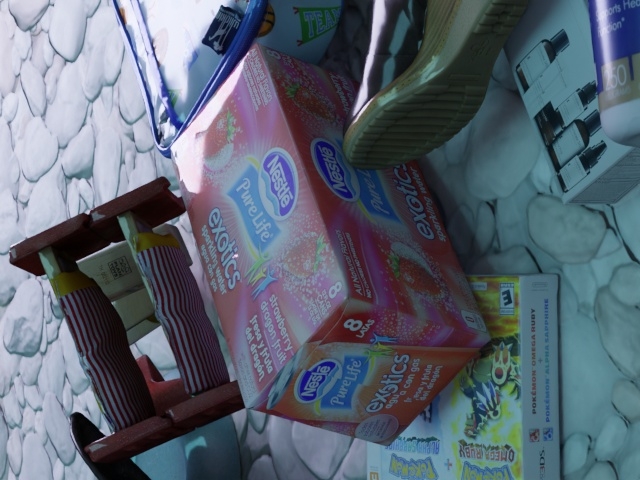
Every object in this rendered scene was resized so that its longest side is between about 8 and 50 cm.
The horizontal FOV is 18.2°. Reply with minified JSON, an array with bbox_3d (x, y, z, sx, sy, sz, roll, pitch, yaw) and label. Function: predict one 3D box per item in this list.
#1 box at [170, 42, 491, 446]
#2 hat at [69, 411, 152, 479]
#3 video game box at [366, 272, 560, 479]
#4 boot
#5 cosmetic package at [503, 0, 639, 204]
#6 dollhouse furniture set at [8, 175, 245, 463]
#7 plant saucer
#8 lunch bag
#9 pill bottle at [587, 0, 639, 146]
[{"bbox_3d":[0.000,0.000,1.635,0.142,0.154,0.300,-50,40,29],"label":"box"},{"bbox_3d":[-0.159,0.315,1.792,0.134,0.331,0.331,-41,47,-5],"label":"hat"},{"bbox_3d":[0.113,0.120,1.636,0.205,0.048,0.187,-3,90,54],"label":"video game box"},{"bbox_3d":[0.073,-0.197,1.566,0.248,0.090,0.207,-51,44,41],"label":"boot"},{"bbox_3d":[0.190,-0.154,1.510,0.099,0.060,0.239,-42,58,45],"label":"cosmetic package"},{"bbox_3d":[-0.141,0.083,1.826,0.374,0.152,0.201,44,-158,-81],"label":"dollhouse furniture set"},{"bbox_3d":[-0.148,0.226,2.003,0.195,0.037,0.195,3,94,54],"label":"plant saucer"},{"bbox_3d":[-0.097,-0.217,1.822,0.243,0.115,0.303,-55,38,35],"label":"lunch bag"},{"bbox_3d":[0.252,-0.203,1.346,0.153,0.153,0.265,-14,80,53],"label":"pill bottle"}]
